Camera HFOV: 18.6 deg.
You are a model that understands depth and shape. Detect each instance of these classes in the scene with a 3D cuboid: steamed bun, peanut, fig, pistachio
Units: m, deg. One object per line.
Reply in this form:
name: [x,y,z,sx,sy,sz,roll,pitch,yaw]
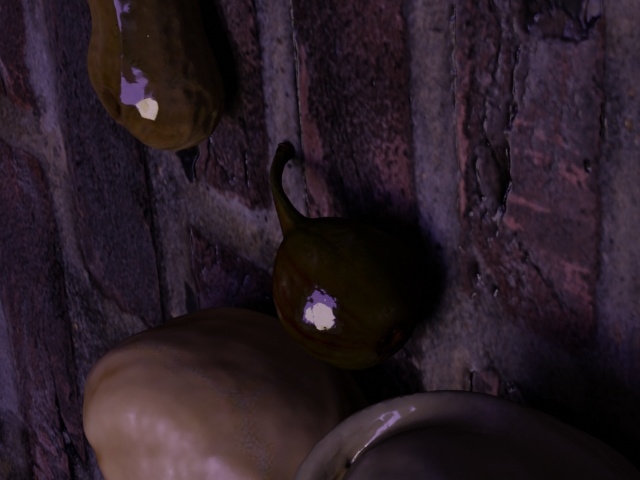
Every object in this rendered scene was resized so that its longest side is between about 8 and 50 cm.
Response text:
steamed bun: [0.134,0.258,1.473,0.342,0.255,0.367,9,148,33]
peanut: [-0.162,-0.192,1.739,0.120,0.110,0.236,-15,96,65]
fig: [0.000,0.000,1.642,0.236,0.124,0.124,60,149,32]
pistachio: [-0.081,0.183,1.763,0.321,0.229,0.238,27,87,45]
